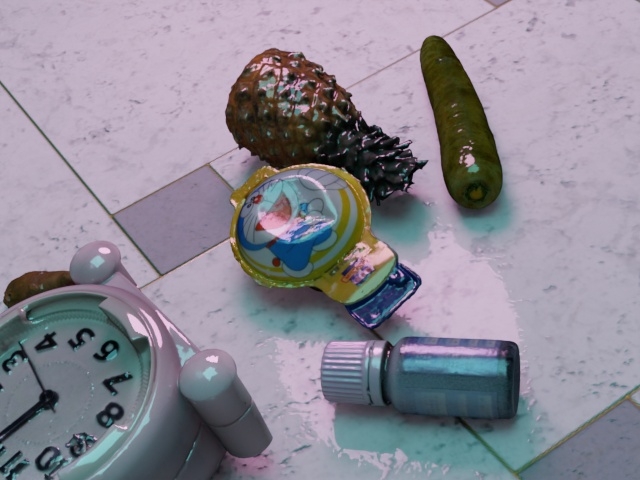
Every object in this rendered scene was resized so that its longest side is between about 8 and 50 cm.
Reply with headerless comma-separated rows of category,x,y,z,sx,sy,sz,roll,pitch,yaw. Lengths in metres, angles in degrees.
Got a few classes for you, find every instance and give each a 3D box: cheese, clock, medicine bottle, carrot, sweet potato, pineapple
cheese,0.000,0.000,1.410,0.177,0.069,0.270,-42,59,-13
clock,-0.263,0.196,1.240,0.326,0.184,0.342,-37,43,-18
medicine bottle,0.104,0.141,1.266,0.203,0.083,0.083,2,45,13
carrot,0.176,-0.169,1.584,0.074,0.074,0.358,-11,40,3
sweet potato,-0.328,0.063,1.437,0.206,0.060,0.068,-18,29,51
pineapple,0.019,-0.133,1.532,0.279,0.157,0.158,30,58,24

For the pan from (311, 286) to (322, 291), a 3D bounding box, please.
pan,0.031,0.040,1.431,0.115,0.023,0.068,6,46,23
